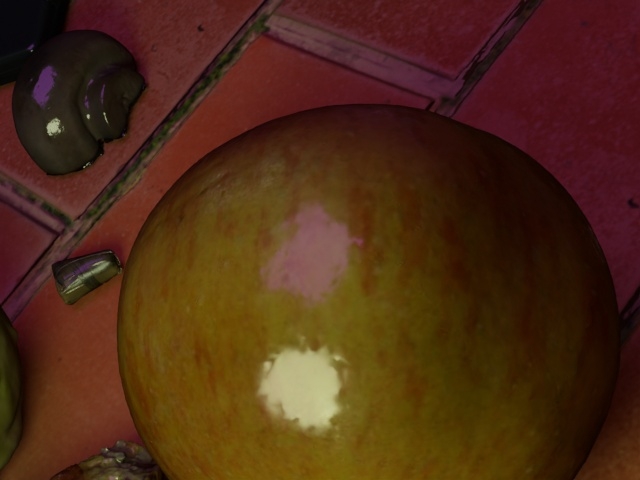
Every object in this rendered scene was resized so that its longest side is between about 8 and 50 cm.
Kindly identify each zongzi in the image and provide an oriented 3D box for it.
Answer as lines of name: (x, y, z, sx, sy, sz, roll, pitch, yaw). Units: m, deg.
zongzi: (-0.260, 0.028, 1.682, 0.076, 0.040, 0.083, -30, 27, -1)

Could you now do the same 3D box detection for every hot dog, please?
hot dog: (-0.230, 0.277, 1.422, 0.213, 0.103, 0.146, -28, 24, -2)

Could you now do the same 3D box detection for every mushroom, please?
mushroom: (-0.304, -0.176, 1.821, 0.141, 0.117, 0.188, -9, 56, 41)

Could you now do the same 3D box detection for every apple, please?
apple: (0.038, 0.088, 1.194, 0.400, 0.400, 0.334, -19, 57, 19)

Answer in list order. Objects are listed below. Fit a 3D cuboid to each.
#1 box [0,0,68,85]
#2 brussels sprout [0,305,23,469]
box: (-0.409, -0.302, 2.018, 0.160, 0.050, 0.230, -14, 49, 23)
brussels sprout: (-0.431, 0.152, 1.516, 0.242, 0.274, 0.317, -9, 50, 17)
